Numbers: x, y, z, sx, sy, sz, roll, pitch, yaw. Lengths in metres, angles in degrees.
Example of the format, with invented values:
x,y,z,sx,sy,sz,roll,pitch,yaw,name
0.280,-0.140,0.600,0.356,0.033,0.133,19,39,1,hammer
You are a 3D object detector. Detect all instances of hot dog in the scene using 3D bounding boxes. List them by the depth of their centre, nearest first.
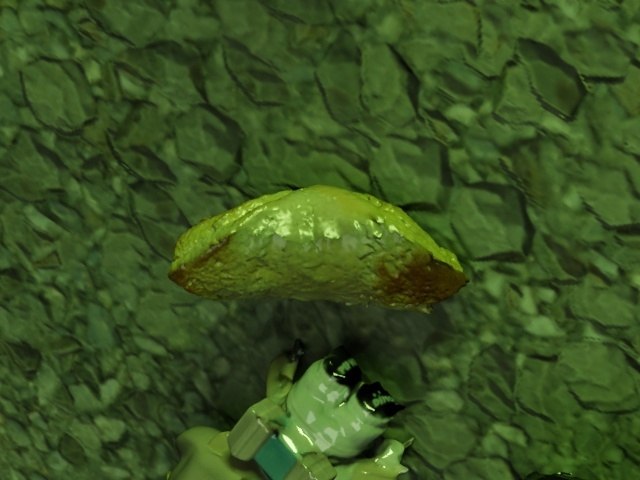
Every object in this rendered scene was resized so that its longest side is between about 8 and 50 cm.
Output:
x,y,z,sx,sy,sz,roll,pitch,yaw,name
0.000,0.000,1.060,0.169,0.061,0.078,4,135,-1,hot dog

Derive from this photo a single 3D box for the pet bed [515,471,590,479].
x,y,z,sx,sy,sz,roll,pitch,yaw,name
0.172,0.231,1.019,0.211,0.183,0.159,9,99,25,pet bed

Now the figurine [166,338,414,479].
x,y,z,sx,sy,sz,roll,pitch,yaw,name
-0.032,0.158,1.165,0.137,0.112,0.229,42,123,6,figurine
